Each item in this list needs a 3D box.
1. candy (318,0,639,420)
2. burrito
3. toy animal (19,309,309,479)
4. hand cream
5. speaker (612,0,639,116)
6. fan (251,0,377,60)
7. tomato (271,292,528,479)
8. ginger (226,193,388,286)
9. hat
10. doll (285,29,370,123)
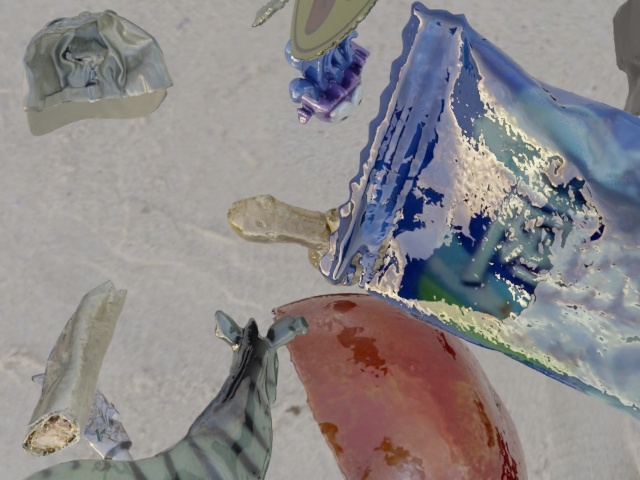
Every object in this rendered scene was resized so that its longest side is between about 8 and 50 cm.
[{"bbox_3d":[0.164,0.015,0.510,0.331,0.077,0.187,28,126,16],"label":"candy"},{"bbox_3d":[-0.291,0.145,1.243,0.060,0.226,0.087,34,146,-32],"label":"burrito"},{"bbox_3d":[-0.083,0.127,0.498,0.073,0.217,0.176,3,94,41],"label":"toy animal"},{"bbox_3d":[-0.366,0.276,1.647,0.257,0.084,0.050,43,138,38],"label":"hand cream"},{"bbox_3d":[0.625,-0.320,1.573,0.388,0.180,0.184,-15,88,-4],"label":"speaker"},{"bbox_3d":[0.015,-0.237,0.854,0.011,0.335,0.229,25,69,-22],"label":"fan"},{"bbox_3d":[0.104,0.178,0.976,0.144,0.338,0.338,-32,91,7],"label":"tomato"},{"bbox_3d":[-0.006,0.004,1.214,0.214,0.059,0.133,7,148,14],"label":"ginger"},{"bbox_3d":[-0.343,-0.242,1.517,0.214,0.245,0.149,-13,97,-22],"label":"hat"},{"bbox_3d":[0.006,-0.184,1.113,0.067,0.206,0.110,39,81,25],"label":"doll"}]
